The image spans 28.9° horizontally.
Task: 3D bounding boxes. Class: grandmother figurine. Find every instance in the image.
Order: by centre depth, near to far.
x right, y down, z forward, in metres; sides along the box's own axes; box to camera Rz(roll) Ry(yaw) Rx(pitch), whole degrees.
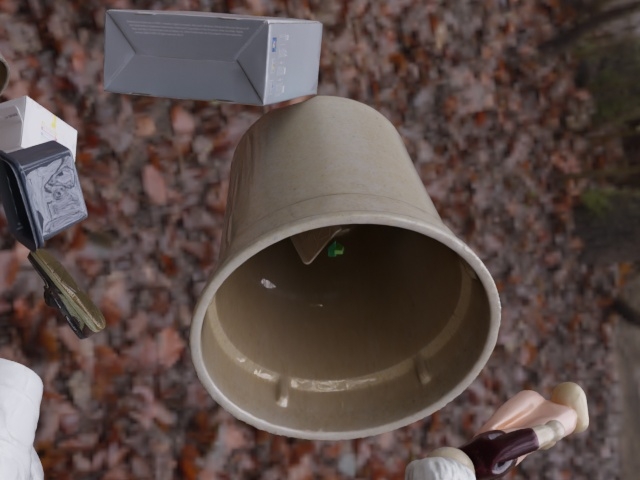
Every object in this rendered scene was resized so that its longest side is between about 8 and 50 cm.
[{"bbox_3d":[0.223,0.282,1.650,0.342,0.208,0.104,-14,64,-52],"label":"grandmother figurine"}]

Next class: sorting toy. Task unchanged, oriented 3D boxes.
[{"bbox_3d":[0.000,0.000,1.454,0.012,0.062,0.083,31,20,-40],"label":"sorting toy"}]

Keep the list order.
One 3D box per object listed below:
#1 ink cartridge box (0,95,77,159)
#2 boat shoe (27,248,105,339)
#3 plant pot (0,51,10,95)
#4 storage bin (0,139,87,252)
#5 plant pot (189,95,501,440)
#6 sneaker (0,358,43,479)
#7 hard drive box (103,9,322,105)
[{"bbox_3d":[-0.456,-0.150,1.901,0.143,0.092,0.090,37,46,-54],"label":"ink cartridge box"},{"bbox_3d":[-0.371,0.077,1.769,0.152,0.049,0.056,52,10,-4],"label":"boat shoe"},{"bbox_3d":[-0.526,-0.214,1.409,0.191,0.284,0.284,60,29,7],"label":"plant pot"},{"bbox_3d":[-0.374,-0.068,1.658,0.091,0.098,0.135,-26,123,-29],"label":"storage bin"},{"bbox_3d":[0.012,0.007,1.431,0.305,0.333,0.334,-99,163,-50],"label":"plant pot"},{"bbox_3d":[-0.305,0.244,1.081,0.293,0.108,0.169,108,-11,-52],"label":"sneaker"},{"bbox_3d":[-0.112,-0.207,1.375,0.232,0.181,0.089,-35,130,-72],"label":"hard drive box"}]
